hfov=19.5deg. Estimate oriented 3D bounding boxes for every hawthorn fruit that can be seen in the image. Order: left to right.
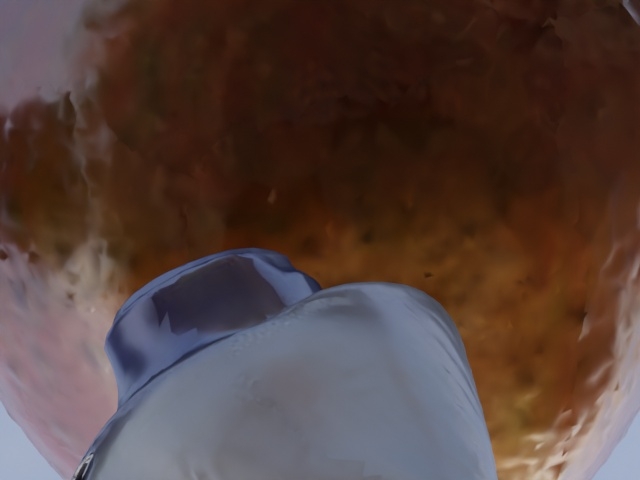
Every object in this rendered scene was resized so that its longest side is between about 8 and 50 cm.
[{"bbox_3d":[0.000,0.000,0.900,0.402,0.403,0.403,-1,-87,-24],"label":"hawthorn fruit"}]

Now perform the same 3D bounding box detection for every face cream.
[{"bbox_3d":[0.056,0.181,0.513,0.137,0.235,0.420,-23,-115,-20],"label":"face cream"}]
